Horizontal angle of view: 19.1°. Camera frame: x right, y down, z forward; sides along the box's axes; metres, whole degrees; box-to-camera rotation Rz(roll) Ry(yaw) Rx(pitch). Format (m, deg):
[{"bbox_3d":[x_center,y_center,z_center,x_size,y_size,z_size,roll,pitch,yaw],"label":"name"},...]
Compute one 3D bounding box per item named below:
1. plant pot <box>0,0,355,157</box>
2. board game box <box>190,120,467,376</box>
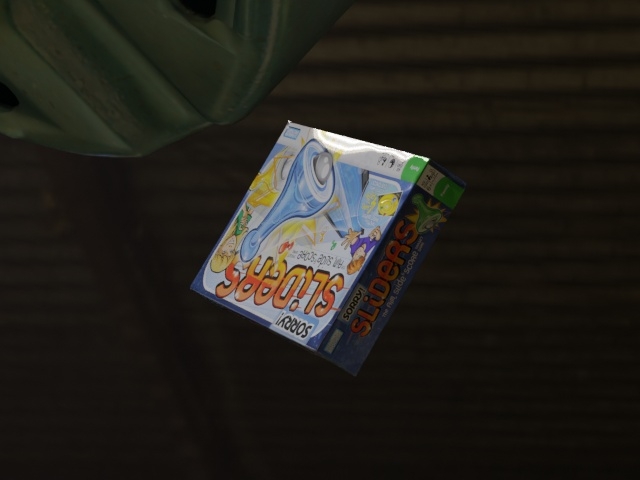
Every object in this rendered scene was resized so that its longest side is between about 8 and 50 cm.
[{"bbox_3d":[-0.033,-0.225,0.561,0.341,0.334,0.341,25,-31,17],"label":"plant pot"},{"bbox_3d":[0.000,0.000,1.220,0.035,0.136,0.201,33,-6,-27],"label":"board game box"}]
